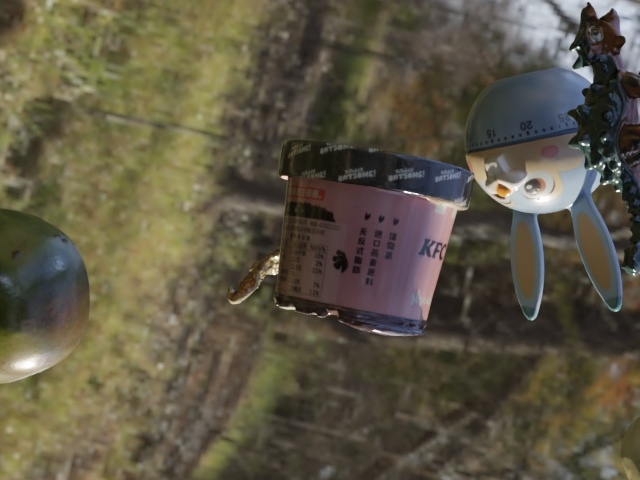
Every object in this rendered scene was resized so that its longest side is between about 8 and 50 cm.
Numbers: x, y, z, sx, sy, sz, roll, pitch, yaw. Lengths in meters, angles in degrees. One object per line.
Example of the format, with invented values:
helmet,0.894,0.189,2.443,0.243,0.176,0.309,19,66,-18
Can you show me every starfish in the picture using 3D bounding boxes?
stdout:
starfish,0.005,0.009,1.400,0.053,0.209,0.150,60,-17,6

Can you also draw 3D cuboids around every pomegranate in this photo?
pomegranate,-0.335,0.068,1.465,0.224,0.181,0.182,-43,153,-56

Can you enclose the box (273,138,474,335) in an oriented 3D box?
box,0.032,0.000,1.136,0.151,0.151,0.135,160,-58,-86

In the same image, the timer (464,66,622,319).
timer,0.225,-0.059,1.543,0.175,0.175,0.256,116,-20,-76

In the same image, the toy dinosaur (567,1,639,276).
toy dinosaur,0.166,-0.057,0.815,0.049,0.055,0.154,157,-75,-83

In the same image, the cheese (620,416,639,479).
cheese,0.574,0.358,1.837,0.129,0.350,0.328,112,-29,-66
